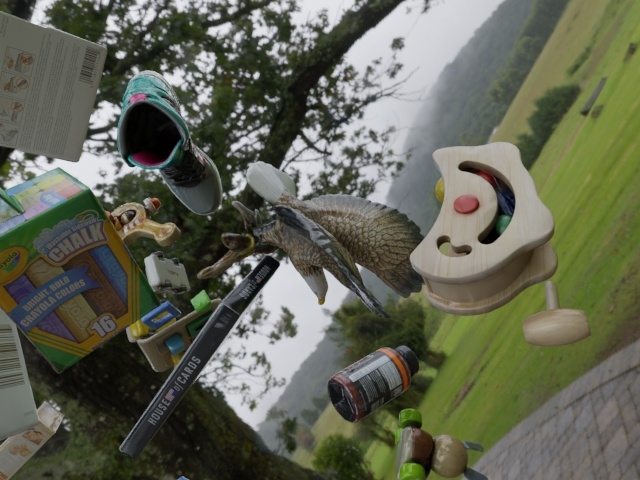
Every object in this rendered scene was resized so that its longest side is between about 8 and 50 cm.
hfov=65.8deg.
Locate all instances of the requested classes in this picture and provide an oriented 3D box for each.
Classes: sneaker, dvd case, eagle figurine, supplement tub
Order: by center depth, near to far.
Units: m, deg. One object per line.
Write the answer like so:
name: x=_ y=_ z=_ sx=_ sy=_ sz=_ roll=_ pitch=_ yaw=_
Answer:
dvd case: x=-0.145 y=0.137 z=0.624 sx=0.239 sy=0.029 sz=0.179 roll=-54 pitch=1 yaw=18
eagle figurine: x=0.004 y=0.008 z=0.760 sx=0.225 sy=0.298 sz=0.226 roll=50 pitch=-129 yaw=-44
sneaker: x=-0.266 y=-0.147 z=0.897 sx=0.178 sy=0.124 sz=0.295 roll=-102 pitch=-11 yaw=-60
supplement tub: x=0.119 y=0.298 z=1.059 sx=0.198 sy=0.106 sz=0.106 roll=-21 pitch=-38 yaw=-32

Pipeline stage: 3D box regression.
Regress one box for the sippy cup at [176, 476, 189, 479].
sippy cup: x=-0.359 y=0.713 z=1.188 sx=0.224 sy=0.240 sz=0.305 roll=-43 pitch=-1 yaw=-29

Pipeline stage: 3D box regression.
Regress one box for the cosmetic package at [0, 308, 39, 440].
cosmetic package: x=-0.850 y=0.296 z=0.950 sx=0.393 sy=0.329 sz=0.327 roll=-20 pitch=-8 yaw=-1

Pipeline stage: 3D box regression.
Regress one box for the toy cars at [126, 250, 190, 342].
toy cars: x=-0.419 y=0.146 z=1.238 sx=0.394 sy=0.087 sz=0.176 roll=-103 pitch=-9 yaw=-63

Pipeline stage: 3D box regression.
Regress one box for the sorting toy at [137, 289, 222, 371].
sorting toy: x=-0.292 y=0.226 z=1.111 sx=0.196 sy=0.047 sz=0.348 roll=-27 pitch=-27 yaw=-21

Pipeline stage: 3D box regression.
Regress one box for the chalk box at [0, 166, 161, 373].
chalk box: x=-0.299 y=0.008 z=0.542 sx=0.132 sy=0.132 sz=0.213 roll=-35 pitch=-52 yaw=-25

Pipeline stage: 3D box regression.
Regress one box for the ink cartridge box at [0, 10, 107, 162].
ink cartridge box: x=-0.671 y=-0.354 z=1.157 sx=0.261 sy=0.066 sz=0.296 roll=8 pitch=-71 yaw=-44

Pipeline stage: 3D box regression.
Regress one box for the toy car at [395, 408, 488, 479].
toy car: x=0.259 y=0.470 z=1.062 sx=0.155 sy=0.188 sz=0.149 roll=-79 pitch=-7 yaw=-52

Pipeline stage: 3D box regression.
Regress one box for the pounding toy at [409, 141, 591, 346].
pounding toy: x=0.195 y=0.020 z=0.597 sx=0.269 sy=0.154 sz=0.155 roll=-92 pitch=-21 yaw=-43

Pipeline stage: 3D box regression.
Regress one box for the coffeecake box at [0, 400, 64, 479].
coffeecake box: x=-0.747 y=0.511 z=1.234 sx=0.185 sy=0.068 sz=0.142 roll=-47 pitch=13 yaw=-14

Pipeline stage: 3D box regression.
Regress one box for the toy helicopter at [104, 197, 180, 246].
toy helicopter: x=-0.606 y=-0.059 z=1.717 sx=0.235 sy=0.355 sz=0.140 roll=-54 pitch=-39 yaw=-29
